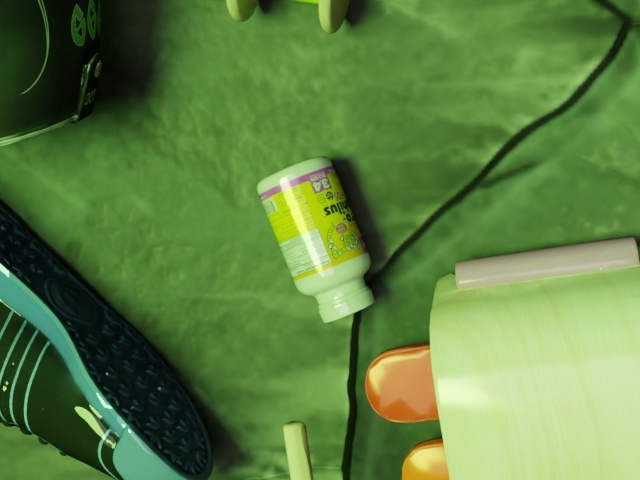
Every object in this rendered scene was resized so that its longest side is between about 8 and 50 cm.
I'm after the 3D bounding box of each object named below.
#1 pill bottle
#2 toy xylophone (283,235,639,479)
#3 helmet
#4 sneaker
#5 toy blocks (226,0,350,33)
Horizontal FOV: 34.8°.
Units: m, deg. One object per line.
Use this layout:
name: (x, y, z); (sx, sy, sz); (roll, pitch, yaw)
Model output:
pill bottle: (0.000, 0.000, 0.547); (0.043, 0.043, 0.083); (-22, 90, 14)
toy xylophone: (0.107, 0.161, 0.516); (0.236, 0.081, 0.323); (-1, 95, 13)
helmet: (-0.200, -0.130, 0.523); (0.169, 0.169, 0.161); (-7, 109, 14)
sneaker: (-0.162, 0.072, 0.577); (0.232, 0.081, 0.090); (45, 106, 13)
toy blocks: (-0.052, -0.181, 0.538); (0.148, 0.054, 0.123); (12, 97, 12)
